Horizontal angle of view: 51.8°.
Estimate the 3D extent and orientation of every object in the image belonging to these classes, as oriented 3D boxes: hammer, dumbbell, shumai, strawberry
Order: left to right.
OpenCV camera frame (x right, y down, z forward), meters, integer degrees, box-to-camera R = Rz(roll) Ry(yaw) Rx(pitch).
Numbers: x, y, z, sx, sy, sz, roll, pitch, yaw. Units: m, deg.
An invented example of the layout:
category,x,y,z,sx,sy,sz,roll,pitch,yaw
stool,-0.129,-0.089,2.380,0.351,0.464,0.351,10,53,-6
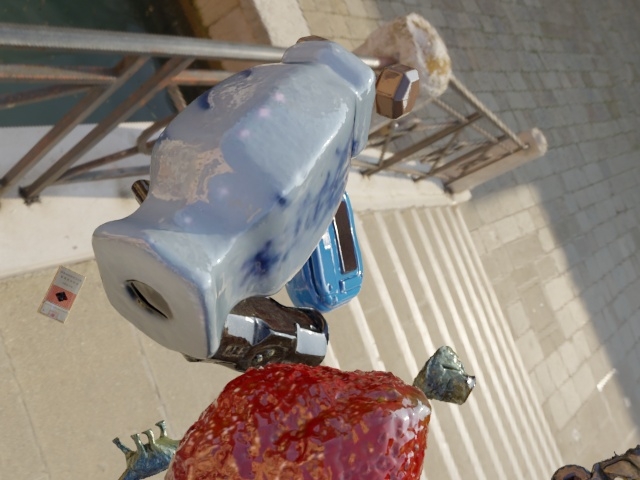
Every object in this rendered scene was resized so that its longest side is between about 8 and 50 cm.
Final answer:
category,x,y,z,sx,sy,sz,roll,pitch,yaw
hammer,-0.179,0.043,1.014,0.242,0.095,0.409,15,25,-52
strawberry,-0.008,0.234,0.662,0.257,0.277,0.257,44,16,-16
dumbbell,0.054,-0.280,1.118,0.231,0.082,0.092,26,32,24
shumai,0.219,0.250,1.149,0.087,0.099,0.124,35,52,25

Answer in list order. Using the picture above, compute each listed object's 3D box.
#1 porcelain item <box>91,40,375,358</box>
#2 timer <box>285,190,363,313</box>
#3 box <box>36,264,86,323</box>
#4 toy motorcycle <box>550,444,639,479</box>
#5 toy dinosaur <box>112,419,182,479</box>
category,x,y,z,sx,sy,sz,roll,pitch,yaw
porcelain item,-0.082,-0.071,0.794,0.178,0.242,0.405,24,53,14
timer,0.000,0.000,1.590,0.309,0.115,0.340,-12,91,-67
box,-0.415,0.087,1.060,0.046,0.012,0.083,32,62,-29
toy motorcycle,0.460,0.366,0.958,0.094,0.229,0.130,49,21,-68
toy dinosaur,-0.410,0.526,1.627,0.363,0.076,0.147,-23,92,-24
